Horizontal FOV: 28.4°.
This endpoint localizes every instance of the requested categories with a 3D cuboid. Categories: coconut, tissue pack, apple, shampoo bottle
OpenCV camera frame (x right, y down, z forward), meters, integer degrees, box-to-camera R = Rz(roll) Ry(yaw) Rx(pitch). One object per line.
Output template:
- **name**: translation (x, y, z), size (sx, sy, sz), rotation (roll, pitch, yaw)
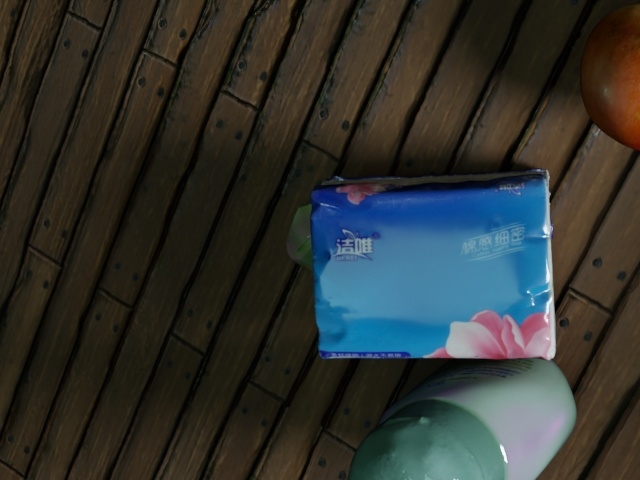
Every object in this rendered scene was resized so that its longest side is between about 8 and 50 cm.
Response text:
- **coconut**: translation (0.000, 0.000, 1.542), size (0.083, 0.082, 0.081), rotation (-21, 60, -11)
- **tissue pack**: translation (0.127, 0.027, 1.423), size (0.269, 0.137, 0.209), rotation (-1, 95, 11)
- **apple**: translation (0.348, -0.168, 1.301), size (0.163, 0.163, 0.139), rotation (14, 120, 22)
- **shampoo bottle**: translation (0.147, 0.224, 1.366), size (0.222, 0.349, 0.151), rotation (-16, 93, 26)
